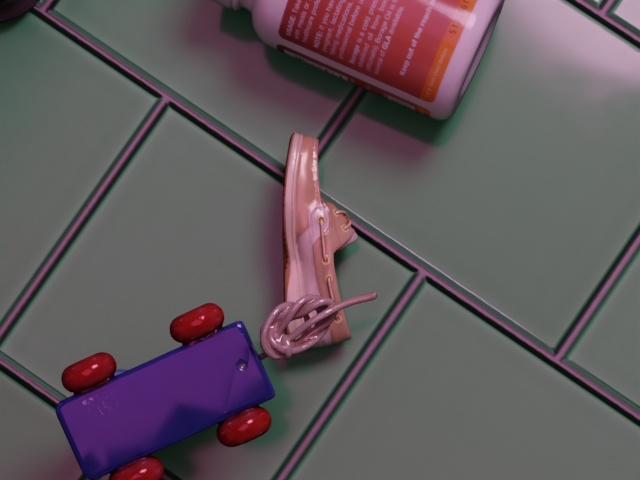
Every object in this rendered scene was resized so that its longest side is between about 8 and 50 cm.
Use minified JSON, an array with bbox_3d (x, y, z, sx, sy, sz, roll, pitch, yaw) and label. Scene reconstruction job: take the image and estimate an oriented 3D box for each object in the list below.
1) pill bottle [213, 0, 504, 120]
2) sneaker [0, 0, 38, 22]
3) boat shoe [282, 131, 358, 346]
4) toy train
[{"bbox_3d":[0.025,-0.188,1.522,0.216,0.121,0.121,25,85,5],"label":"pill bottle"},{"bbox_3d":[-0.295,-0.318,1.552,0.109,0.130,0.286,-24,81,2],"label":"sneaker"},{"bbox_3d":[0.000,0.000,1.535,0.059,0.063,0.170,-1,93,0],"label":"boat shoe"},{"bbox_3d":[-0.074,0.098,1.491,0.248,0.143,0.105,-25,91,-5],"label":"toy train"}]
